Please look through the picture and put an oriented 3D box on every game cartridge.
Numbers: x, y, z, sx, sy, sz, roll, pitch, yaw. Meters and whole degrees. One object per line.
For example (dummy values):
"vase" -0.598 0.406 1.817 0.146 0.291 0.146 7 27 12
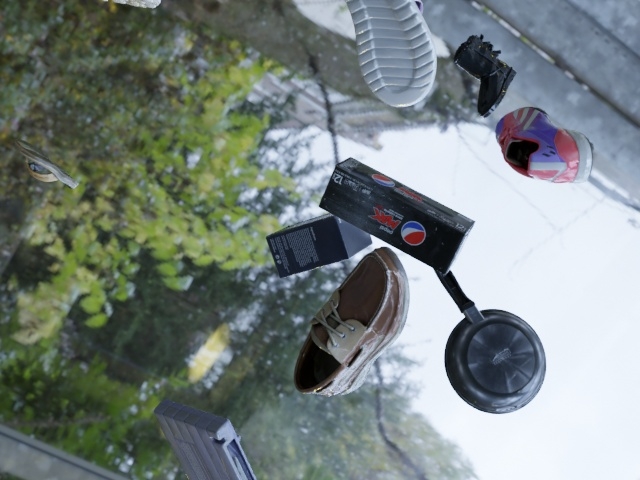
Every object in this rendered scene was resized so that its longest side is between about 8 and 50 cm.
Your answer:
"game cartridge" -0.242 0.532 2.154 0.230 0.355 0.068 12 -138 43

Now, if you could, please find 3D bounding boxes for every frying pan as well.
"frying pan" 0.320 0.159 1.721 0.053 0.197 0.326 115 -31 -75

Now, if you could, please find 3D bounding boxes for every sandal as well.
"sandal" -0.563 -0.144 1.874 0.049 0.180 0.072 -47 -122 -4
"sandal" 0.145 -0.467 1.915 0.169 0.416 0.102 -4 -138 22

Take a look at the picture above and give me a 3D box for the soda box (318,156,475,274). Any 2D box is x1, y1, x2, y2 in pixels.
"soda box" 0.087 -0.030 1.053 0.053 0.168 0.060 -38 154 -61

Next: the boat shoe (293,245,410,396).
"boat shoe" 0.044 0.147 1.494 0.123 0.116 0.324 50 -45 34

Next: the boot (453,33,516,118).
"boot" 0.254 -0.265 1.473 0.121 0.099 0.045 -58 -167 -28

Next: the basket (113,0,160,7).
"basket" -0.403 -0.538 1.440 0.331 0.328 0.267 -132 -131 -83

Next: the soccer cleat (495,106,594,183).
"soccer cleat" 0.366 -0.174 1.646 0.318 0.116 0.109 -124 -146 -67

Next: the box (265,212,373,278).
"box" 0.000 0.000 1.839 0.158 0.093 0.156 -17 -176 23
